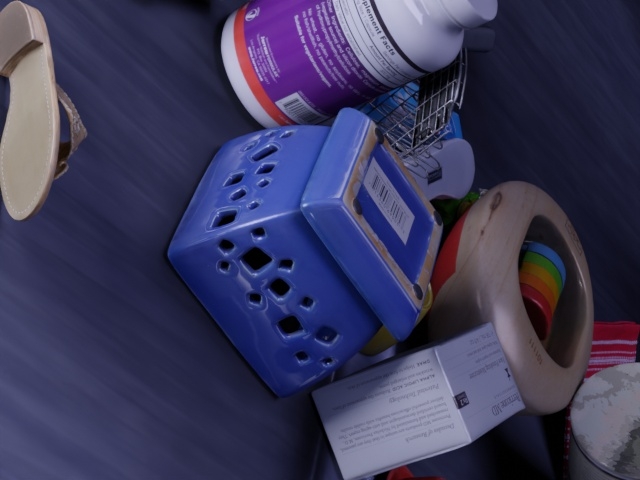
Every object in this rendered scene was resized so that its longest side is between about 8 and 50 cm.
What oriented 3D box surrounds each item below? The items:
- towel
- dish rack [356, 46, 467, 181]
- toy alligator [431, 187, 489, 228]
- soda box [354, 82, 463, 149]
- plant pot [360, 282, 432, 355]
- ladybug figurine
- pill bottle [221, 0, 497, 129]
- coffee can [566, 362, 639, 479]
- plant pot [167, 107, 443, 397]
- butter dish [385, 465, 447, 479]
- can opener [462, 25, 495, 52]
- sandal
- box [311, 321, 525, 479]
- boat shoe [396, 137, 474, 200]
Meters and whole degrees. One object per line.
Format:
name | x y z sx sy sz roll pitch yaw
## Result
towel | 0.448 0.262 2.188 0.199 0.031 0.274 8 84 -50
dish rack | 0.102 -0.134 1.769 0.074 0.271 0.208 33 42 -24
toy alligator | 0.216 -0.047 2.108 0.190 0.056 0.051 -11 121 -61
soda box | 0.127 -0.182 2.028 0.210 0.071 0.067 25 50 -50
plant pot | 0.087 0.071 1.767 0.134 0.095 0.134 38 40 -42
ladybug figurine | 0.270 0.086 1.989 0.305 0.162 0.449 60 31 -14
pill bottle | 0.048 -0.265 1.698 0.181 0.323 0.181 38 41 -42
coffee can | 0.450 0.338 1.963 0.275 0.202 0.201 83 13 -45
plant pot | 0.000 0.000 1.556 0.236 0.212 0.236 54 33 -23
butter dish | 0.147 0.354 1.652 0.160 0.118 0.160 58 31 -18
can opener | 0.203 -0.314 2.267 0.283 0.076 0.095 -11 113 -61
sandal | -0.261 -0.122 1.337 0.079 0.088 0.240 18 50 -46
box | 0.119 0.192 1.650 0.181 0.182 0.119 -15 83 -61
boat shoe | 0.140 -0.099 1.977 0.258 0.084 0.095 -11 103 -58
